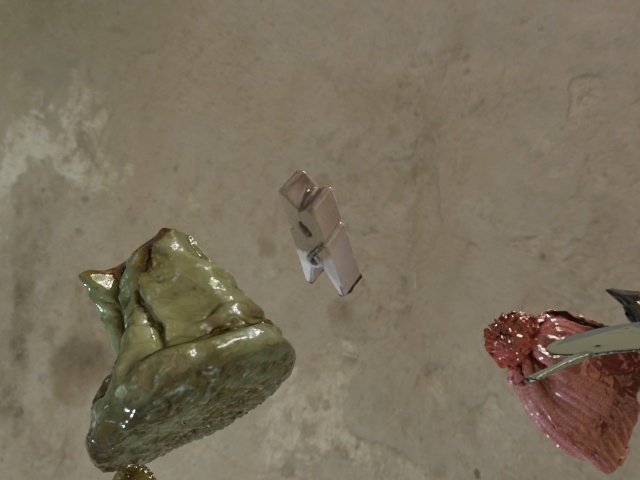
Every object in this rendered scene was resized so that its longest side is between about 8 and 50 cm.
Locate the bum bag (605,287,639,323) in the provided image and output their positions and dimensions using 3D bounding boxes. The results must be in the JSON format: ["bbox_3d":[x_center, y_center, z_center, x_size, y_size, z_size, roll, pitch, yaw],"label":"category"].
[{"bbox_3d":[0.544,0.128,0.837,0.137,0.310,0.074,15,98,-8],"label":"bum bag"}]

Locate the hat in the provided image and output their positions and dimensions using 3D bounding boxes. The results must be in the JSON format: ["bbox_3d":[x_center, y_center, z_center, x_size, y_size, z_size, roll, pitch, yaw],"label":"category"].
[{"bbox_3d":[0.385,0.209,0.916,0.286,0.107,0.237,30,61,-6],"label":"hat"}]

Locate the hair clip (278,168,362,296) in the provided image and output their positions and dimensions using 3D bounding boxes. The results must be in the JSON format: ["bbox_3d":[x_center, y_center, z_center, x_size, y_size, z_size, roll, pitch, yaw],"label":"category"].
[{"bbox_3d":[0.003,-0.004,1.089,0.101,0.331,0.085,32,68,27],"label":"hair clip"}]

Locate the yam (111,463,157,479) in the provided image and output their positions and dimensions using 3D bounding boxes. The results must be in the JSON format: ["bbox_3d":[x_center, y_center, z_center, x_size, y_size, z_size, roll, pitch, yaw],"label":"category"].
[{"bbox_3d":[-0.243,0.328,0.662,0.054,0.054,0.132,31,93,11],"label":"yam"}]

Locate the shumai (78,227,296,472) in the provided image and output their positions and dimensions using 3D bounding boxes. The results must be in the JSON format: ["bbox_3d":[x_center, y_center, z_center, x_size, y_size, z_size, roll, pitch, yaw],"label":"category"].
[{"bbox_3d":[-0.241,0.153,0.915,0.324,0.397,0.323,-22,69,-18],"label":"shumai"}]

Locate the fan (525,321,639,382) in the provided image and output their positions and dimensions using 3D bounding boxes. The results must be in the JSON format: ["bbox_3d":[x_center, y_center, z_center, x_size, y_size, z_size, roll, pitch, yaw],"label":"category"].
[{"bbox_3d":[0.201,0.075,0.404,0.113,0.175,0.005,-21,81,55],"label":"fan"}]
